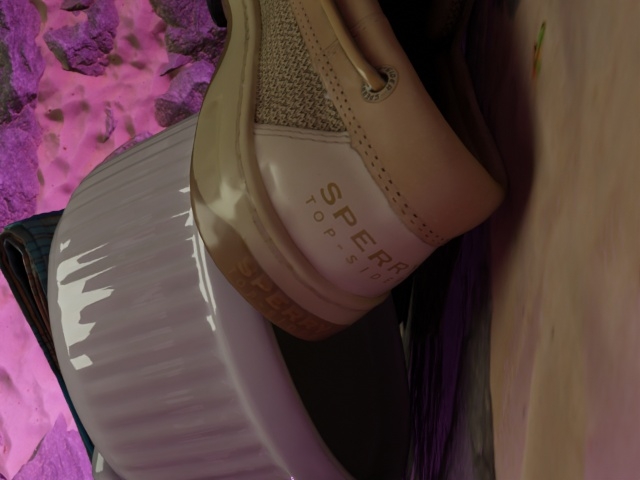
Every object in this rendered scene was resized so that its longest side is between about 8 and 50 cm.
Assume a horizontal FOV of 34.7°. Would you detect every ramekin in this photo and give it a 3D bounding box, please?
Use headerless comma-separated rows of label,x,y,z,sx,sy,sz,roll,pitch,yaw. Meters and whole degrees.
ramekin,-0.041,0.036,0.505,0.207,0.109,0.207,-18,-90,-73

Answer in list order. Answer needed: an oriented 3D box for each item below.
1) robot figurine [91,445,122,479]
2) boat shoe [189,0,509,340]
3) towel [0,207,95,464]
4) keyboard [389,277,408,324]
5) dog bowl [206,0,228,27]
robot figurine,-0.064,0.131,0.801,0.300,0.200,0.353,19,-107,-56
boat shoe,0.022,-0.113,0.459,0.110,0.122,0.341,-32,42,29
towel,-0.139,0.075,1.022,0.271,0.040,0.370,64,-153,1
keyboard,0.043,-0.030,0.666,0.180,0.023,0.108,-92,7,-66
dog bowl,-0.010,-0.396,0.936,0.408,0.151,0.407,5,-90,-89
